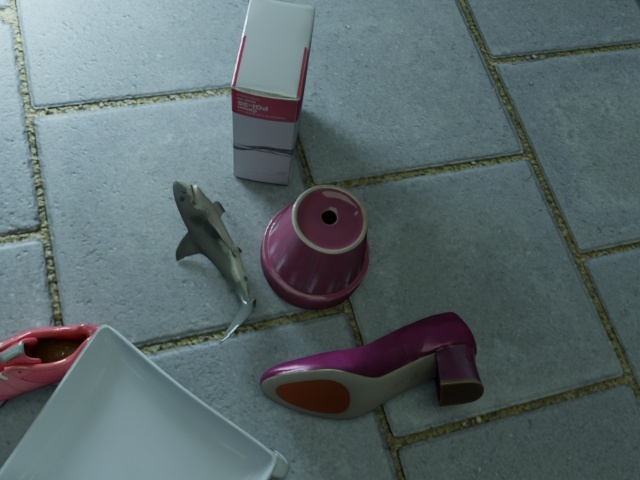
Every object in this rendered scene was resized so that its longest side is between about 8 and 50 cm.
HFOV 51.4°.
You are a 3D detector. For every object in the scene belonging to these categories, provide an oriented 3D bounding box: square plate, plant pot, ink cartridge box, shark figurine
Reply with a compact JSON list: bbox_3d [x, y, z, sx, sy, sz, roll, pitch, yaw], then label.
[{"bbox_3d":[-0.276,0.348,0.921,0.347,0.049,0.344,31,83,22],"label":"square plate"},{"bbox_3d":[0.000,0.000,1.166,0.201,0.180,0.201,4,66,-9],"label":"plant pot"},{"bbox_3d":[-0.090,-0.259,1.208,0.117,0.283,0.207,9,64,-4],"label":"ink cartridge box"},{"bbox_3d":[-0.198,0.032,1.176,0.116,0.166,0.278,-26,91,5],"label":"shark figurine"}]

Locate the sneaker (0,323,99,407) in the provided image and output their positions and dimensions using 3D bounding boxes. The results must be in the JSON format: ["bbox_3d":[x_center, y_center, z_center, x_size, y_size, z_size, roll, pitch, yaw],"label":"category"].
[{"bbox_3d":[-0.476,0.184,1.010,0.313,0.136,0.116,-16,69,-18],"label":"sneaker"}]

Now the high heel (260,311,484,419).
[{"bbox_3d":[0.085,0.204,1.157,0.377,0.127,0.181,3,37,-6],"label":"high heel"}]

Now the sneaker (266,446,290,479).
[{"bbox_3d":[-0.165,0.362,1.030,0.232,0.090,0.115,6,71,1],"label":"sneaker"}]
